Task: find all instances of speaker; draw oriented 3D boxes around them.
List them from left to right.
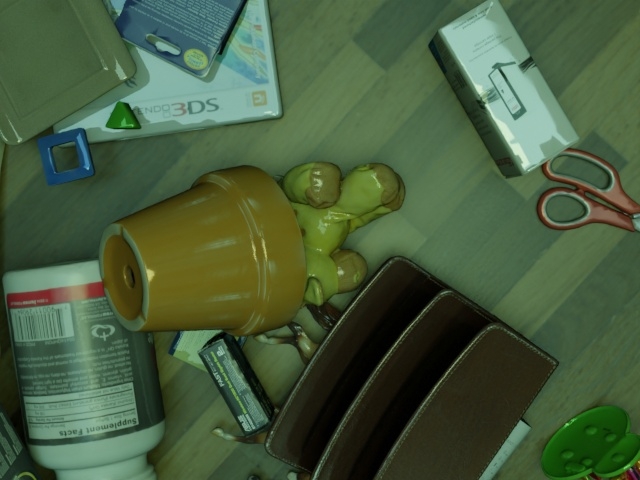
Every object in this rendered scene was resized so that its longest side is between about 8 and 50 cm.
[{"bbox_3d":[0.214,0.278,1.523,0.055,0.055,0.136,37,93,0],"label":"speaker"}]

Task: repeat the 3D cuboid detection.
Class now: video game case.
[{"bbox_3d":[-0.217,-0.302,1.519,0.300,0.036,0.329,-8,92,2],"label":"video game case"}]

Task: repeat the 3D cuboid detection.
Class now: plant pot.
[{"bbox_3d":[-0.150,0.026,1.385,0.188,0.205,0.205,-13,92,-33],"label":"plant pot"}]

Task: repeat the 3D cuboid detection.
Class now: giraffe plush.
[{"bbox_3d":[0.000,0.000,1.450,0.210,0.181,0.170,-2,84,10],"label":"giraffe plush"}]

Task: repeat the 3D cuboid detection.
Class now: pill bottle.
[{"bbox_3d":[-0.289,0.183,1.471,0.176,0.176,0.319,-8,92,2],"label":"pill bottle"}]

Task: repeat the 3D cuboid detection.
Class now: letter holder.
[{"bbox_3d":[0.101,0.199,1.435,0.214,0.152,0.302,33,93,-28],"label":"letter holder"}]

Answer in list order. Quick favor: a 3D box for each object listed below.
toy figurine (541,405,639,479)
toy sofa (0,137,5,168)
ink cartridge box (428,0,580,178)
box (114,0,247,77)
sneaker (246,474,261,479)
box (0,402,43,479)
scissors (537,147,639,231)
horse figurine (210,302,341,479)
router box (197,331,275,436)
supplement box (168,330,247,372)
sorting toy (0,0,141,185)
[{"bbox_3d":[0.387,0.313,1.480,0.130,0.173,0.159,-42,104,-14],"label":"toy figurine"},{"bbox_3d":[-0.521,0.005,1.501,0.150,0.177,0.363,4,94,24],"label":"toy sofa"},{"bbox_3d":[0.224,-0.186,1.456,0.086,0.148,0.203,-31,92,1],"label":"ink cartridge box"},{"bbox_3d":[-0.155,-0.332,1.480,0.136,0.036,0.225,27,93,0],"label":"box"},{"bbox_3d":[-0.052,0.353,1.544,0.057,0.047,0.119,-34,93,-17],"label":"sneaker"},{"bbox_3d":[-0.504,0.256,1.395,0.318,0.097,0.395,-7,119,23],"label":"box"},{"bbox_3d":[0.421,-0.031,1.521,0.297,0.021,0.109,19,91,2],"label":"scissors"},{"bbox_3d":[-0.025,0.193,1.521,0.174,0.066,0.263,23,95,6],"label":"horse figurine"},{"bbox_3d":[-0.103,0.174,1.451,0.038,0.092,0.122,-30,93,3],"label":"router box"},{"bbox_3d":[-0.140,0.125,1.525,0.083,0.056,0.083,26,93,0],"label":"supplement box"},{"bbox_3d":[-0.350,-0.242,1.486,0.196,0.047,0.348,-28,88,9],"label":"sorting toy"}]
